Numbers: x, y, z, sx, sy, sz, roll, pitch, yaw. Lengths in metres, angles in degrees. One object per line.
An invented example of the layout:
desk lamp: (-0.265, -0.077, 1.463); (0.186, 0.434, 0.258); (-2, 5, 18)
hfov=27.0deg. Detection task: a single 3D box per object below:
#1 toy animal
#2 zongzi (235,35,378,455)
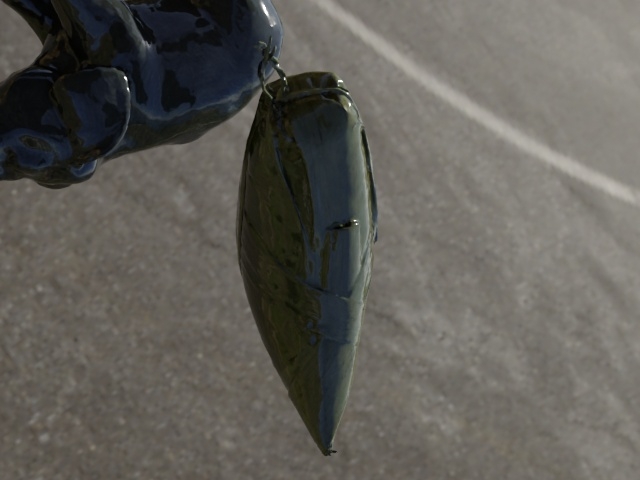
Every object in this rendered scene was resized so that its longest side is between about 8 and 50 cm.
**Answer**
toy animal: (-0.121, -0.092, 0.649); (0.269, 0.082, 0.137); (-35, 106, -34)
zongzi: (0.000, 0.000, 0.541); (0.062, 0.154, 0.130); (-3, 58, -8)
